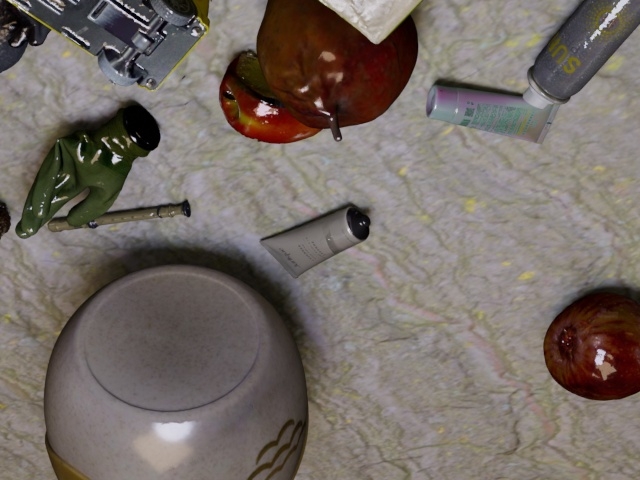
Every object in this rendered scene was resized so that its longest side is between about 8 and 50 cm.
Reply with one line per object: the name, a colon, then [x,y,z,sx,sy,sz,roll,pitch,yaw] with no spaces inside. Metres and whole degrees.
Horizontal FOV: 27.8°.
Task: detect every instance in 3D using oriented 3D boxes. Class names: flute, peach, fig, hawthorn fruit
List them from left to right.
flute: [-0.309,-0.034,1.975,0.233,0.027,0.027,-6,131,15]
peach: [-0.056,-0.185,1.753,0.172,0.127,0.092,1,129,-27]
hawthorn fruit: [0.021,-0.223,1.598,0.208,0.248,0.208,1,137,1]
fig: [0.454,0.167,1.958,0.207,0.175,0.175,11,135,-21]

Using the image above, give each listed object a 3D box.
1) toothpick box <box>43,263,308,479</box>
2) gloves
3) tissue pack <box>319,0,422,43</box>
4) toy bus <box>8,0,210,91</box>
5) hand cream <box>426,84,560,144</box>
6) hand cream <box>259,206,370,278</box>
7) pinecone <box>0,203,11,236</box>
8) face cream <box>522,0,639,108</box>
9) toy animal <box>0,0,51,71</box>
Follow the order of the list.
toothpick box: [-0.224,0.277,1.994,0.409,0.409,0.425,6,138,3]
gloves: [-0.344,-0.097,1.872,0.268,0.107,0.135,-39,126,16]
tissue pack: [0.076,-0.391,1.415,0.167,0.274,0.200,33,128,-21]
toy bus: [-0.301,-0.339,1.611,0.330,0.152,0.144,33,123,-23]
hand cream: [0.232,-0.173,1.754,0.174,0.047,0.076,9,133,-11]
hand cream: [0.000,0.000,1.944,0.186,0.054,0.087,-25,120,36]
pinecone: [-0.520,-0.026,1.988,0.083,0.077,0.077,2,133,20]
face cream: [0.350,-0.269,1.620,0.073,0.073,0.283,26,131,-14]
toy animal: [-0.434,-0.285,1.723,0.210,0.121,0.117,-20,109,33]
